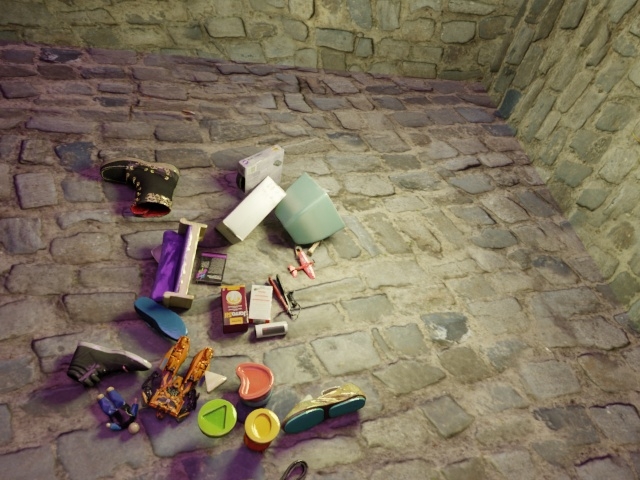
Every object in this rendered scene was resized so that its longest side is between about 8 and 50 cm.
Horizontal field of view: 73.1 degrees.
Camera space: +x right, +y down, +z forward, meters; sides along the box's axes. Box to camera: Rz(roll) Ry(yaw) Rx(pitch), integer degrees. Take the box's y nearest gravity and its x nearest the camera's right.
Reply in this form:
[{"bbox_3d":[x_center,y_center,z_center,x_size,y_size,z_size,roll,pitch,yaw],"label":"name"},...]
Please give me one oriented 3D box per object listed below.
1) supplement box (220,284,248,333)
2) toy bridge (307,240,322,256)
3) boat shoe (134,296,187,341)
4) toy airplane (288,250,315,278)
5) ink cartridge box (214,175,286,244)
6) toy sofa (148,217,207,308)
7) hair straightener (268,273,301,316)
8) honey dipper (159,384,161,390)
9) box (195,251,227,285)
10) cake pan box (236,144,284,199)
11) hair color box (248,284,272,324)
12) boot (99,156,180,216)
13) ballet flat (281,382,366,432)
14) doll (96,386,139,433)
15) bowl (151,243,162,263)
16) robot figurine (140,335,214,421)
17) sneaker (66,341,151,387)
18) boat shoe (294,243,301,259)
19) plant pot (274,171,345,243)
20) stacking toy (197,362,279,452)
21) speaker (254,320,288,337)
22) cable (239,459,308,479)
[{"bbox_3d":[-0.367,0.290,1.835,0.104,0.081,0.188,-3,54,-16],"label":"supplement box"},{"bbox_3d":[0.000,0.000,2.162,0.026,0.063,0.188,33,53,13],"label":"toy bridge"},{"bbox_3d":[-0.639,0.322,1.745,0.258,0.089,0.109,38,45,15],"label":"boat shoe"},{"bbox_3d":[-0.086,0.129,2.061,0.151,0.028,0.151,9,63,-18],"label":"toy airplane"},{"bbox_3d":[-0.344,-0.137,2.065,0.130,0.272,0.309,46,70,-13],"label":"ink cartridge box"},{"bbox_3d":[-0.604,0.096,1.830,0.177,0.150,0.362,12,62,-17],"label":"toy sofa"},{"bbox_3d":[-0.148,0.245,1.944,0.089,0.047,0.230,-21,60,-26],"label":"hair straightener"},{"bbox_3d":[-0.588,0.517,1.640,0.030,0.030,0.160,12,54,-4],"label":"honey dipper"},{"bbox_3d":[-0.496,0.127,1.967,0.116,0.029,0.162,7,50,-7],"label":"box"},{"bbox_3d":[-0.314,-0.345,2.242,0.267,0.245,0.070,-34,63,-31],"label":"cake pan box"},{"bbox_3d":[-0.262,0.280,1.887,0.093,0.053,0.167,6,53,-7],"label":"hair color box"},{"bbox_3d":[-0.892,-0.259,2.112,0.377,0.138,0.284,4,52,-17],"label":"boot"},{"bbox_3d":[0.003,0.630,1.650,0.349,0.123,0.123,-11,56,-20],"label":"ballet flat"},{"bbox_3d":[-0.706,0.606,1.530,0.189,0.046,0.129,40,55,18],"label":"doll"},{"bbox_3d":[-0.673,0.072,1.952,0.142,0.053,0.142,-33,66,-33],"label":"bowl"},{"bbox_3d":[-0.525,0.512,1.594,0.211,0.085,0.291,28,57,-10],"label":"robot figurine"},{"bbox_3d":[-0.780,0.478,1.582,0.296,0.104,0.147,11,52,3],"label":"sneaker"},{"bbox_3d":[-0.109,0.044,2.119,0.035,0.035,0.100,5,52,-9],"label":"boat shoe"},{"bbox_3d":[-0.074,-0.127,2.107,0.252,0.248,0.247,-37,43,-4],"label":"plant pot"},{"bbox_3d":[-0.299,0.616,1.579,0.280,0.130,0.309,3,41,-12],"label":"stacking toy"},{"bbox_3d":[-0.210,0.376,1.823,0.136,0.055,0.055,-4,54,-17],"label":"speaker"},{"bbox_3d":[-0.160,0.846,1.455,0.287,0.072,0.139,-11,62,-22],"label":"cable"}]
